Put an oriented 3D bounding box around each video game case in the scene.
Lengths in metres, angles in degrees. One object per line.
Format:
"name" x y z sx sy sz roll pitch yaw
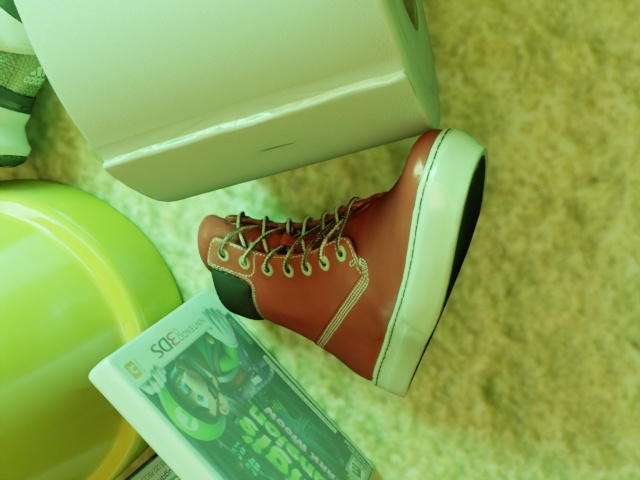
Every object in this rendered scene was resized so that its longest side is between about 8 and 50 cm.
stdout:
"video game case" -0.047 0.126 0.594 0.022 0.173 0.190 -43 89 18

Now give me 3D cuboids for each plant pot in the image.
"plant pot" -0.248 0.096 0.600 0.254 0.239 0.254 2 101 12

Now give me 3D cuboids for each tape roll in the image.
"tape roll" -0.042 -0.159 0.506 0.169 0.246 0.246 -15 97 14

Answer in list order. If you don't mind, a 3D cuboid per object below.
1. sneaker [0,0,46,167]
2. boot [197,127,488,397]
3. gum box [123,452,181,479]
"sneaker" -0.377 -0.245 0.627 0.448 0.169 0.257 22 95 0
"boot" 0.000 0.000 0.553 0.176 0.088 0.244 25 147 9
"gum box" -0.053 0.222 0.682 0.157 0.041 0.184 -41 91 16
